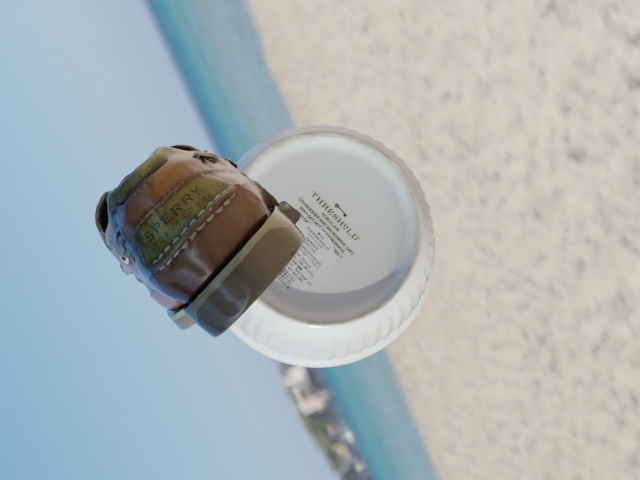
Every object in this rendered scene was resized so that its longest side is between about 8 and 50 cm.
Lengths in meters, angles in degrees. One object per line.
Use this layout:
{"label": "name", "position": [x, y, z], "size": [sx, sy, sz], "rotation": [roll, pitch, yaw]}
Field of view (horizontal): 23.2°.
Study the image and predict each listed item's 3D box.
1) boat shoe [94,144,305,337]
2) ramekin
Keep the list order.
{"label": "boat shoe", "position": [-0.081, -0.014, 0.986], "size": [0.104, 0.111, 0.307], "rotation": [43, 171, -5]}
{"label": "ramekin", "position": [0.000, 0.000, 1.311], "size": [0.109, 0.207, 0.207], "rotation": [112, 133, -79]}
